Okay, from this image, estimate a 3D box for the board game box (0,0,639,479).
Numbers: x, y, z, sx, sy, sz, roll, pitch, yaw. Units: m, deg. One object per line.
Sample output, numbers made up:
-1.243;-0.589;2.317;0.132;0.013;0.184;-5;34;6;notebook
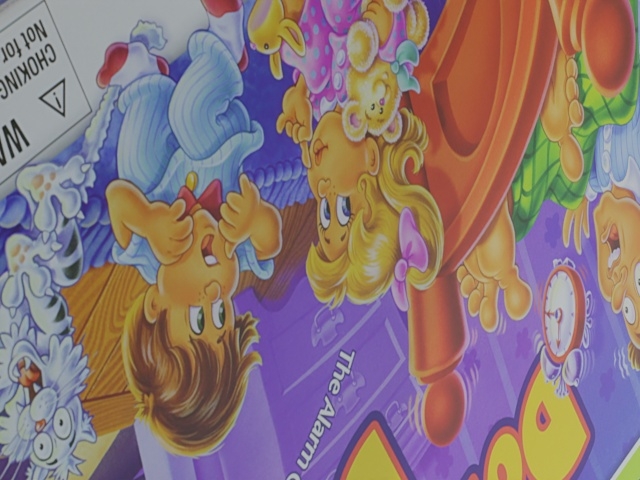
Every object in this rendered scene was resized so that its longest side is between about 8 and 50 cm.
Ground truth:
0.000;0.000;0.470;0.078;0.233;0.347;3;-145;39;board game box
